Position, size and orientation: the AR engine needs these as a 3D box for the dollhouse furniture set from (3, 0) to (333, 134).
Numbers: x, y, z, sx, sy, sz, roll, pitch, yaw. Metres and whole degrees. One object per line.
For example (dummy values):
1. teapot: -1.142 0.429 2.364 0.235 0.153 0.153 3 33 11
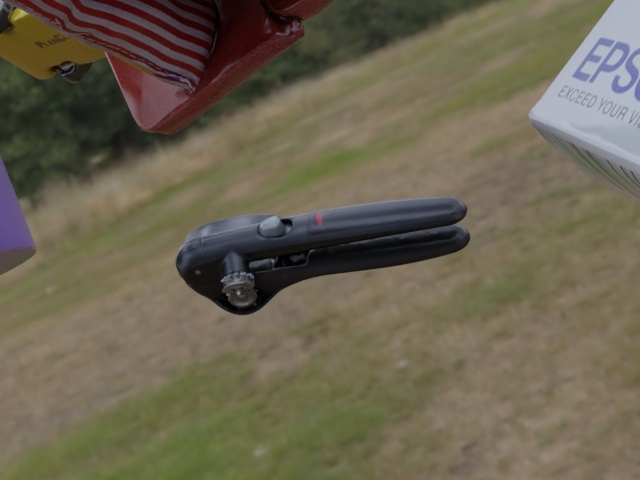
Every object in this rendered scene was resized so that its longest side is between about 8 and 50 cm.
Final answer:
1. dollhouse furniture set: -0.133 -0.241 0.630 0.152 0.374 0.201 -39 -31 21

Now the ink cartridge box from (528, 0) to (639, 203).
1. ink cartridge box: 0.252 -0.129 0.577 0.330 0.071 0.324 -55 22 1

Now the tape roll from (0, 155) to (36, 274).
1. tape roll: -0.290 0.004 1.082 0.189 0.080 0.189 -22 -2 -1

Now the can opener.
1. can opener: 0.000 0.000 1.012 0.186 0.073 0.059 -10 -34 10

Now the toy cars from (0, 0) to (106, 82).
1. toy cars: -0.207 -0.245 1.311 0.177 0.087 0.393 13 -22 3
